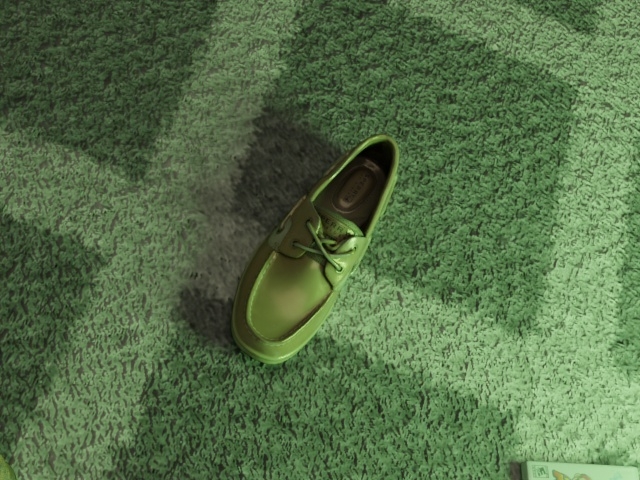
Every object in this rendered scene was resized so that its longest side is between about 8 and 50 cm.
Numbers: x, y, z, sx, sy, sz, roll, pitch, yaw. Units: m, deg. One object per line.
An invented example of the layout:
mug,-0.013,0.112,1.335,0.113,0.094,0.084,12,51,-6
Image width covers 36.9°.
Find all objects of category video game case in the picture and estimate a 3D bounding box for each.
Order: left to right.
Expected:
video game case,0.295,0.325,1.057,0.143,0.019,0.157,6,64,-15

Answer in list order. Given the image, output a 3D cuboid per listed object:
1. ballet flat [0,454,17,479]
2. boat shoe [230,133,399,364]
ballet flat,-0.421,0.173,0.856,0.316,0.106,0.107,19,61,-8
boat shoe,0.000,0.000,1.071,0.109,0.098,0.302,34,61,0
